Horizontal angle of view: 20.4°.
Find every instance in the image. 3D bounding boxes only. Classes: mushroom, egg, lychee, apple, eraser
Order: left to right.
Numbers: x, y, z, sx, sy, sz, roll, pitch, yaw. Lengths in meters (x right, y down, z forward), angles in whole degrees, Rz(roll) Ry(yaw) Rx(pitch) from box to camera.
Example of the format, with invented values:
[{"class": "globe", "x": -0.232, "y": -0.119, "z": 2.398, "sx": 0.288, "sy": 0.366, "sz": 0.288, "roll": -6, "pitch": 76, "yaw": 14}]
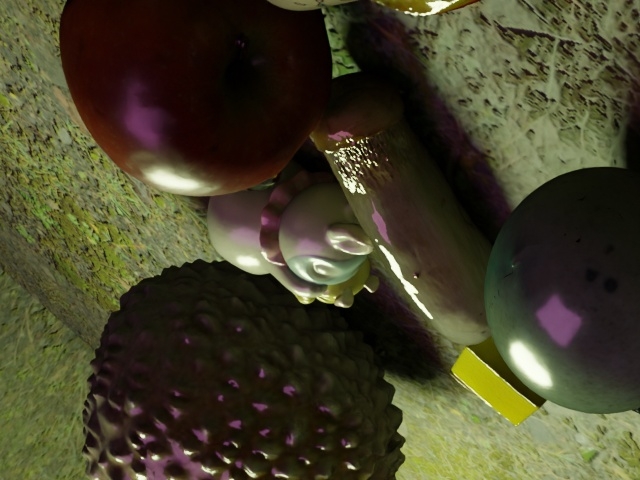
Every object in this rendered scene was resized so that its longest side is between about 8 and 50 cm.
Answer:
[{"class": "apple", "x": -0.108, "y": -0.147, "z": 1.445, "sx": 0.230, "sy": 0.230, "sz": 0.230, "roll": 38, "pitch": 164, "yaw": 13}, {"class": "lychee", "x": -0.102, "y": 0.212, "z": 2.130, "sx": 0.432, "sy": 0.380, "sz": 0.380, "roll": 15, "pitch": 151, "yaw": 34}, {"class": "mushroom", "x": 0.088, "y": -0.016, "z": 1.585, "sx": 0.123, "sy": 0.095, "sz": 0.351, "roll": 54, "pitch": 177, "yaw": 47}, {"class": "eraser", "x": 0.187, "y": 0.137, "z": 1.816, "sx": 0.097, "sy": 0.045, "sz": 0.122, "roll": 40, "pitch": 164, "yaw": 6}, {"class": "egg", "x": 0.204, "y": 0.039, "z": 1.297, "sx": 0.169, "sy": 0.169, "sz": 0.236, "roll": 36, "pitch": 162, "yaw": 19}]

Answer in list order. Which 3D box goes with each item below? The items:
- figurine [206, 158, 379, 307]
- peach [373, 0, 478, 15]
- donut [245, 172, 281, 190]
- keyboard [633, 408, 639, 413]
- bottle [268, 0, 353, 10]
[{"class": "figurine", "x": 0.000, "y": 0.000, "z": 1.761, "sx": 0.235, "sy": 0.127, "sz": 0.155, "roll": 20, "pitch": 135, "yaw": 46}, {"class": "peach", "x": 0.024, "y": -0.234, "z": 1.017, "sx": 0.267, "sy": 0.159, "sz": 0.154, "roll": 24, "pitch": 148, "yaw": 27}, {"class": "donut", "x": -0.105, "y": -0.146, "z": 1.674, "sx": 0.216, "sy": 0.096, "sz": 0.230, "roll": 35, "pitch": 163, "yaw": 15}, {"class": "keyboard", "x": 0.287, "y": 0.134, "z": 1.627, "sx": 0.262, "sy": 0.016, "sz": 0.106, "roll": 25, "pitch": 157, "yaw": 45}, {"class": "bottle", "x": 0.026, "y": -0.218, "z": 1.196, "sx": 0.209, "sy": 0.097, "sz": 0.110, "roll": 2, "pitch": 94, "yaw": 64}]
